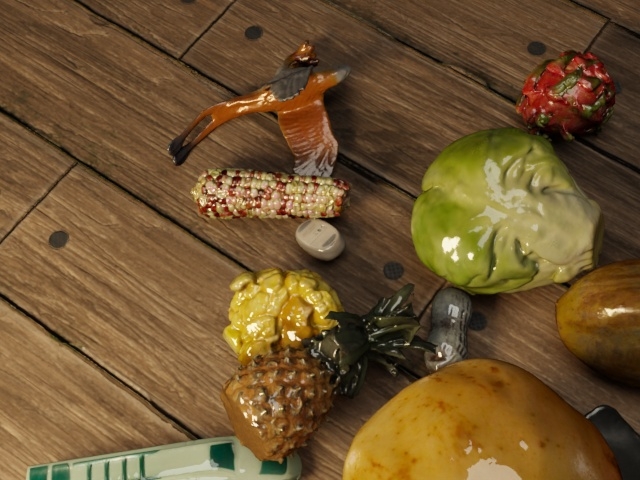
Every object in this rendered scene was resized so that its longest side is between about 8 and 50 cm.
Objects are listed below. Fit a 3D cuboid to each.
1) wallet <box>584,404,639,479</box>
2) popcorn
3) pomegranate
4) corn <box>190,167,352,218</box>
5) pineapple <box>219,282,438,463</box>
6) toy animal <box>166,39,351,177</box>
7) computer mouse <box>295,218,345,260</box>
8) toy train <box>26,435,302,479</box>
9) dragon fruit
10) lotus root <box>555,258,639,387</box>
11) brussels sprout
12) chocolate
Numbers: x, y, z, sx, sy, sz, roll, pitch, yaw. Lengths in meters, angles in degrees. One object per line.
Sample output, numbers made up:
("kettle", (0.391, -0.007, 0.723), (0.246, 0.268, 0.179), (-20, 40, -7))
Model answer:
("wallet", (0.496, 0.433, 1.442), (0.197, 0.051, 0.377), (-37, 69, -15))
("popcorn", (-0.068, 0.118, 1.571), (0.194, 0.140, 0.163), (-30, 73, -3))
("pomegranate", (0.203, 0.351, 1.333), (0.410, 0.410, 0.410), (0, 62, 0))
("corn", (-0.086, -0.076, 1.689), (0.280, 0.092, 0.092), (4, 62, 7))
("pineapple", (0.024, 0.181, 1.464), (0.364, 0.165, 0.165), (-33, 66, -21))
("toy animal", (-0.097, -0.247, 1.797), (0.284, 0.225, 0.302), (2, 46, 25))
("computer mouse", (0.001, 0.002, 1.683), (0.096, 0.039, 0.066), (31, 64, 36))
("toy train", (-0.232, 0.351, 1.460), (0.407, 0.088, 0.086), (-8, 52, -3))
("dragon fruit", (0.446, -0.251, 1.763), (0.172, 0.160, 0.166), (-27, 100, 3))
("lotus root", (0.477, 0.139, 1.556), (0.180, 0.199, 0.188), (-9, 17, 28))
("brussels sprout", (0.304, -0.052, 1.591), (0.316, 0.242, 0.274), (-7, 57, 4))
("chocolate", (0.209, 0.153, 1.582), (0.072, 0.072, 0.167), (8, 60, 5))
